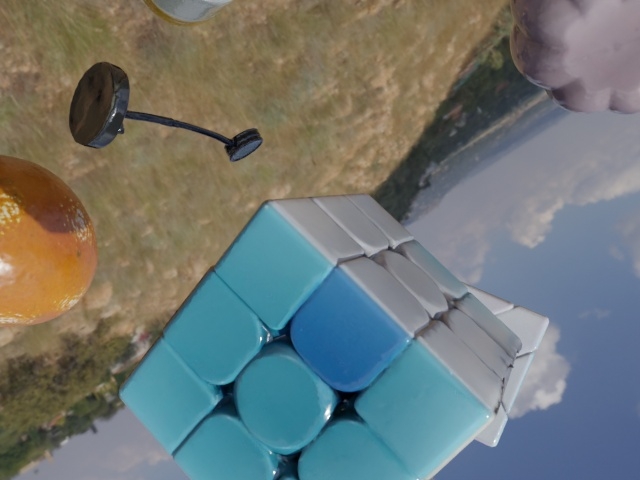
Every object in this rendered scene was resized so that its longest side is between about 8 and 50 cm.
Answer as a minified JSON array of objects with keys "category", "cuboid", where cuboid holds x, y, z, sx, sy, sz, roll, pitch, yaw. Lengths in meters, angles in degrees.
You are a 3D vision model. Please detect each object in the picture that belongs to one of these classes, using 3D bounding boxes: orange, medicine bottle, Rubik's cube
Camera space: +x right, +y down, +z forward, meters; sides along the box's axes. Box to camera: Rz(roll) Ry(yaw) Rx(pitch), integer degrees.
[{"category":"orange","cuboid":[-0.648,0.004,1.215,0.424,0.326,0.424,-1,170,0]},{"category":"medicine bottle","cuboid":[-0.308,-0.664,1.533,0.238,0.237,0.232,-32,-162,-24]},{"category":"Rubik's cube","cuboid":[0.016,0.143,0.726,0.291,0.290,0.291,-49,166,18]},{"category":"Rubik's cube","cuboid":[0.329,0.265,1.549,0.316,0.319,0.321,30,83,-78]}]

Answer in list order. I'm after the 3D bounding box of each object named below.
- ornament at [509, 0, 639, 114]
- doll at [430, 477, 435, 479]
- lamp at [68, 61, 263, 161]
[{"category":"ornament","cuboid":[0.250,-0.200,0.533,0.178,0.177,0.177,-33,178,-2]},{"category":"doll","cuboid":[0.105,0.429,1.044,0.160,0.094,0.365,-7,160,-4]},{"category":"lamp","cuboid":[-0.204,-0.187,0.923,0.130,0.108,0.371,-37,170,30]}]
